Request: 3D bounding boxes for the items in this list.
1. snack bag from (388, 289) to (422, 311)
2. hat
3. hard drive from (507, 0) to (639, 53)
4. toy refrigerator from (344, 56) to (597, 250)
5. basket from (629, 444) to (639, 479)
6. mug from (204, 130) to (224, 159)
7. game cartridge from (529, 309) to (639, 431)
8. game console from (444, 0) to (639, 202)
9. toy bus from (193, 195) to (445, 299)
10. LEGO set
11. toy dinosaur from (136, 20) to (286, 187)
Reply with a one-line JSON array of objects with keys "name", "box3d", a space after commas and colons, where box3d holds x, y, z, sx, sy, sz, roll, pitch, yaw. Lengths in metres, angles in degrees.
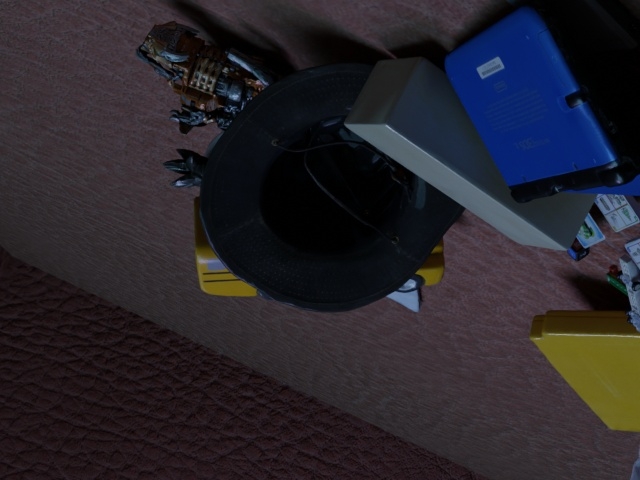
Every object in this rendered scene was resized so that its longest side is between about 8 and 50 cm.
[{"name": "snack bag", "box3d": [0.015, 0.003, 2.183, 0.323, 0.037, 0.342, 25, 165, 13]}, {"name": "hat", "box3d": [0.012, -0.084, 1.592, 0.331, 0.331, 0.134, 35, -158, -24]}, {"name": "hard drive", "box3d": [0.206, -0.212, 1.162, 0.135, 0.022, 0.094, 37, 163, -29]}, {"name": "toy refrigerator", "box3d": [0.170, -0.096, 1.460, 0.270, 0.094, 0.102, 32, 171, -23]}, {"name": "basket", "box3d": [0.563, 0.244, 1.469, 0.266, 0.331, 0.328, 29, 166, -25]}, {"name": "mug", "box3d": [-0.097, -0.069, 1.947, 0.113, 0.150, 0.169, 8, 164, 16]}, {"name": "game cartridge", "box3d": [0.474, 0.184, 1.829, 0.285, 0.052, 0.323, -1, 148, 36]}, {"name": "game console", "box3d": [0.275, -0.122, 1.256, 0.250, 0.173, 0.293, 61, 170, -3]}, {"name": "toy bus", "box3d": [0.000, 0.000, 1.800, 0.333, 0.108, 0.130, -3, 147, -2]}, {"name": "LEGO set", "box3d": [0.369, 0.022, 1.563, 0.182, 0.060, 0.244, 57, 168, 4]}, {"name": "toy dinosaur", "box3d": [-0.094, -0.151, 1.683, 0.322, 0.164, 0.218, 48, 147, -7]}]
